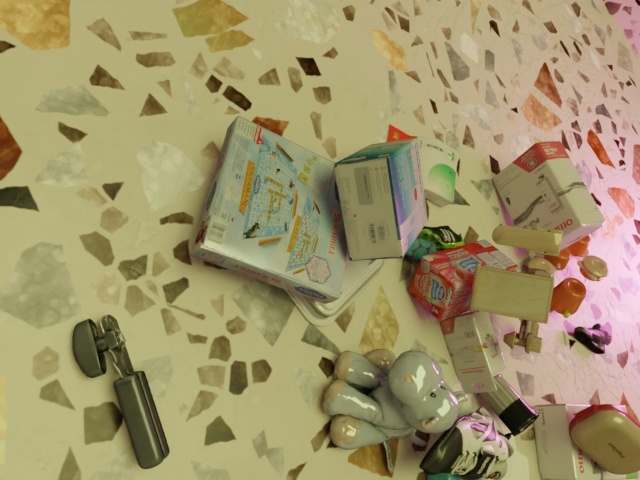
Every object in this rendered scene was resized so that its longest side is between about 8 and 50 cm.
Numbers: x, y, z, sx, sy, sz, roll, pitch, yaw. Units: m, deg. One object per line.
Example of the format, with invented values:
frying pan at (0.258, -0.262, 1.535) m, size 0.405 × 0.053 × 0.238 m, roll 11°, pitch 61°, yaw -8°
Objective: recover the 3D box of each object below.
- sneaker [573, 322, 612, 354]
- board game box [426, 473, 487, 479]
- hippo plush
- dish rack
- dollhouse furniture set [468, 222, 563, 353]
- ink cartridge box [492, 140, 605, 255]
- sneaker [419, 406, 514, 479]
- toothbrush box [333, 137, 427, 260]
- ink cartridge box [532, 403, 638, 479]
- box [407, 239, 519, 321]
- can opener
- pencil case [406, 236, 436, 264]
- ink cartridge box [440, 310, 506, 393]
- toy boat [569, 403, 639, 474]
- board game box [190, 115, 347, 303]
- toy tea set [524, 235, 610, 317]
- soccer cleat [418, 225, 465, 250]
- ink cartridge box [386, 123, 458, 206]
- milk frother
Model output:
sneaker at (0.863, 0.296, 1.770) m, size 0.170 × 0.051 × 0.089 m, roll 39°, pitch 57°, yaw -21°
board game box at (0.343, 0.720, 1.271) m, size 0.254 × 0.079 × 0.335 m, roll 25°, pitch 62°, yaw -23°
hippo plush at (0.161, 0.357, 1.183) m, size 0.234 × 0.237 × 0.294 m, roll -22°, pitch 86°, yaw -36°
dish rack at (0.000, 0.000, 1.310) m, size 0.285 × 0.072 × 0.332 m, roll -41°, pitch 96°, yaw -35°
dollhouse furniture set at (0.490, 0.109, 1.423) m, size 0.355 × 0.174 × 0.303 m, roll 3°, pitch 96°, yaw -71°
ink cartridge box at (0.672, -0.122, 1.664) m, size 0.117 × 0.207 × 0.282 m, roll -7°, pitch 66°, yaw -31°
sneaker at (0.349, 0.477, 1.257) m, size 0.331 × 0.122 × 0.146 m, roll 0°, pitch 39°, yaw -51°
toothbrush box at (0.147, -0.102, 1.269) m, size 0.295 × 0.126 × 0.216 m, roll -40°, pitch 123°, yaw -64°
ink cartridge box at (0.735, 0.560, 1.554) m, size 0.273 × 0.115 × 0.198 m, roll 10°, pitch 68°, yaw -29°
box at (0.370, 0.099, 1.450) m, size 0.257 × 0.122 × 0.128 m, roll -12°, pitch 43°, yaw -35°
can opener at (-0.360, 0.270, 0.999) m, size 0.095 × 0.076 × 0.283 m, roll -19°, pitch 84°, yaw -3°
pencil case at (0.228, 0.017, 1.451) m, size 0.152 × 0.064 × 0.070 m, roll 20°, pitch 101°, yaw -25°
ink cartridge box at (0.396, 0.285, 1.434) m, size 0.067 × 0.115 × 0.198 m, roll -11°, pitch 81°, yaw -35°
toy boat at (0.753, 0.492, 1.451) m, size 0.231 × 0.151 × 0.151 m, roll 41°, pitch 29°, yaw -12°
board game box at (-0.081, -0.062, 1.196) m, size 0.318 × 0.066 × 0.318 m, roll 23°, pitch 61°, yaw -23°
toy tea set at (0.776, 0.105, 1.766) m, size 0.336 × 0.124 × 0.200 m, roll -29°, pitch 61°, yaw -33°
soccer cleat at (0.326, -0.013, 1.534) m, size 0.179 × 0.060 × 0.072 m, roll 20°, pitch 54°, yaw -33°
ink cartridge box at (0.286, -0.219, 1.579) m, size 0.225 × 0.056 × 0.180 m, roll 25°, pitch 61°, yaw -25°
milk frother at (0.456, 0.445, 1.435) m, size 0.143 × 0.129 × 0.134 m, roll -34°, pitch 55°, yaw -9°
